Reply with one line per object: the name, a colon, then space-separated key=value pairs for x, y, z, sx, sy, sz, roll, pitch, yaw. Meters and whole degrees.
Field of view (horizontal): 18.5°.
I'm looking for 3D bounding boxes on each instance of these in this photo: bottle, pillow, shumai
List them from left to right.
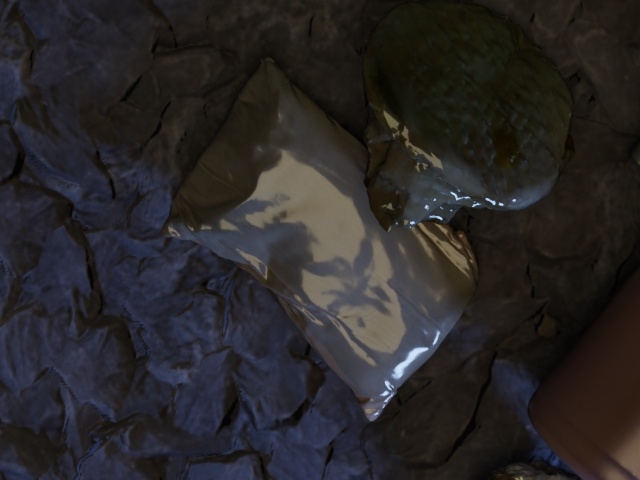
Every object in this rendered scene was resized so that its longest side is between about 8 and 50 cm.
pillow: x=0.000 y=0.000 z=1.617 sx=0.270 sy=0.067 sz=0.173 roll=41 pitch=94 yaw=-5
shumai: x=0.101 y=-0.090 z=1.570 sx=0.201 sy=0.201 sz=0.120 roll=42 pitch=141 yaw=-5
bottle: x=0.327 y=0.082 z=1.575 sx=0.206 sy=0.173 sz=0.297 roll=30 pitch=100 yaw=-35

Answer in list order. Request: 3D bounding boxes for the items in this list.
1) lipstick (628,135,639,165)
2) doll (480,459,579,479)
lipstick: x=0.345 y=-0.154 z=1.565 sx=0.077 sy=0.079 sz=0.253 roll=32 pitch=102 yaw=-5
doll: x=0.196 y=0.286 z=1.642 sx=0.115 sy=0.105 sz=0.221 roll=-17 pitch=102 yaw=43
